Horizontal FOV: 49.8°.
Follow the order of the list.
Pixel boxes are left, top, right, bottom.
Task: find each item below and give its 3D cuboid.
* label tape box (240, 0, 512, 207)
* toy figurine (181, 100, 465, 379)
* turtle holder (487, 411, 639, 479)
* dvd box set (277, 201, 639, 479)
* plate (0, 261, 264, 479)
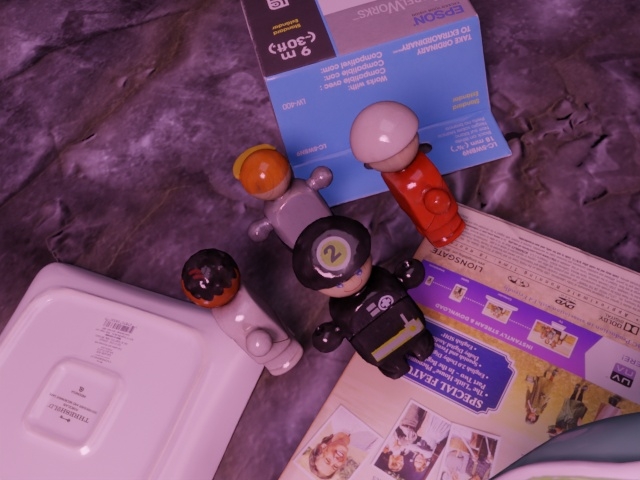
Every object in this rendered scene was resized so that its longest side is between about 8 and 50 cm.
[{"bbox_3d":[0.049,-0.219,0.789,0.240,0.106,0.334,-17,56,-1],"label":"label tape box"},{"bbox_3d":[0.000,0.000,0.583,0.209,0.148,0.213,-7,45,37],"label":"toy figurine"},{"bbox_3d":[0.162,0.209,0.316,0.227,0.243,0.320,0,18,30],"label":"turtle holder"},{"bbox_3d":[0.145,0.188,0.536,0.307,0.062,0.420,23,63,22],"label":"dvd box set"},{"bbox_3d":[-0.217,0.154,0.627,0.277,0.045,0.278,14,60,18],"label":"plate"}]
